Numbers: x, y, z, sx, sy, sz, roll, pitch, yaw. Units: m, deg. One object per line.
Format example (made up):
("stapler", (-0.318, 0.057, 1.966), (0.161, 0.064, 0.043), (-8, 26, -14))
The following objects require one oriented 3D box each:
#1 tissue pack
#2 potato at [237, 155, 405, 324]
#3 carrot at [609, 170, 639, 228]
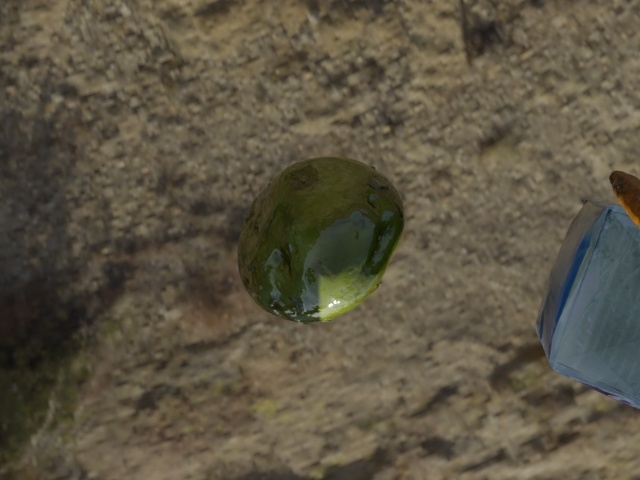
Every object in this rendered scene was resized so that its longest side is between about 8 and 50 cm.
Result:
("tissue pack", (0.340, 0.062, 1.530), (0.263, 0.146, 0.198), (-25, 136, -81))
("potato", (0.000, 0.000, 1.446), (0.149, 0.253, 0.186), (10, 92, -19))
("carrot", (0.287, 0.018, 0.973), (0.061, 0.256, 0.061), (-21, 134, -23))
